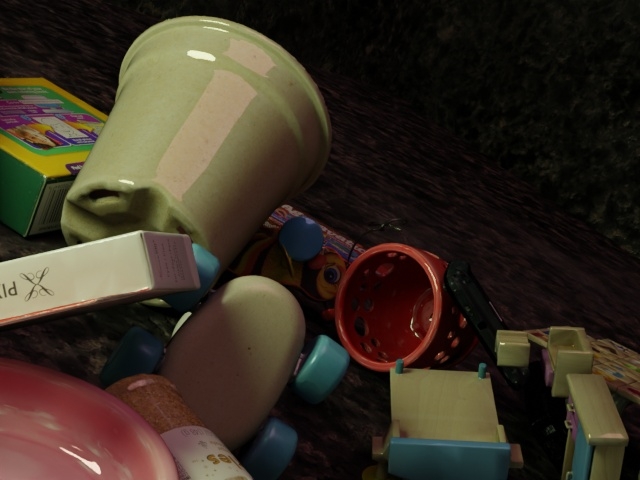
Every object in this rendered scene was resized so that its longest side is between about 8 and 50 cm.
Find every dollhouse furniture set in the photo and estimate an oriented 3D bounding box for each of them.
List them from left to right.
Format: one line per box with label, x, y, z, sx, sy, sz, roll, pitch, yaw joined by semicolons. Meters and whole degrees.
dollhouse furniture set;0.200;0.258;1.432;0.304;0.198;0.286;3;25;-1

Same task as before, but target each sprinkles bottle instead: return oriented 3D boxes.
sprinkles bottle;-0.092;0.264;1.006;0.121;0.121;0.355;8;24;-45

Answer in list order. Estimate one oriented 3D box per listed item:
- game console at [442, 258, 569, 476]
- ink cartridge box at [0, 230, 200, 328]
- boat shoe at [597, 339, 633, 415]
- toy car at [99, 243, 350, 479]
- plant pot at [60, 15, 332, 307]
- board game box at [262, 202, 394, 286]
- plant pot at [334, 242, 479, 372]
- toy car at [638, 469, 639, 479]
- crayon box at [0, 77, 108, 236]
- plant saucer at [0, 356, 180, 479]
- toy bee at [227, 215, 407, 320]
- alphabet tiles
game console;0.284;0.181;1.640;0.361;0.044;0.213;57;14;-9
ink cartridge box;-0.296;0.052;1.074;0.296;0.066;0.261;-13;-3;12
boat shoe;0.466;0.233;1.859;0.118;0.103;0.320;53;13;5
toy car;-0.125;0.143;1.305;0.219;0.210;0.238;35;-14;-11
plant pot;-0.188;-0.086;1.555;0.334;0.333;0.305;26;47;0
board game box;0.000;0.000;2.095;0.281;0.027;0.145;30;16;14
plant pot;0.145;0.110;1.704;0.174;0.191;0.191;16;19;-49
toy car;0.538;0.376;1.561;0.188;0.155;0.149;35;15;-12
crayon box;-0.443;-0.141;1.744;0.313;0.106;0.363;30;18;18
plant saucer;-0.283;0.204;0.908;0.332;0.084;0.332;14;20;-5
toy bee;-0.024;0.043;1.750;0.299;0.162;0.195;-2;-7;16
alphabet tiles;0.468;0.198;1.716;0.285;0.011;0.343;28;12;27
